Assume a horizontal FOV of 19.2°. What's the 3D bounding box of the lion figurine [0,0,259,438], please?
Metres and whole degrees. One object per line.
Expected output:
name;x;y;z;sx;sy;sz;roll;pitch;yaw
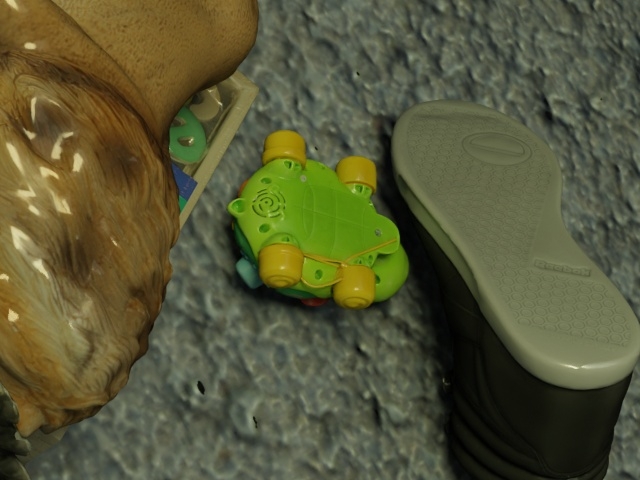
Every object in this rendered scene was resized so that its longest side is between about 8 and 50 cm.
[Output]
lion figurine;-0.109;-0.098;0.939;0.240;0.142;0.392;51;43;-14

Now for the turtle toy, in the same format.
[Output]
turtle toy;0.000;0.000;1.085;0.130;0.066;0.095;18;59;-29

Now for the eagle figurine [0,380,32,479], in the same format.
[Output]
eagle figurine;-0.271;0.020;0.767;0.225;0.226;0.298;-12;74;-41

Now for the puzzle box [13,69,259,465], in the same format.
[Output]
puzzle box;-0.245;-0.107;0.968;0.409;0.052;0.272;38;50;-15

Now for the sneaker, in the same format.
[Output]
sneaker;0.100;0.037;1.130;0.104;0.147;0.296;-4;37;-14
